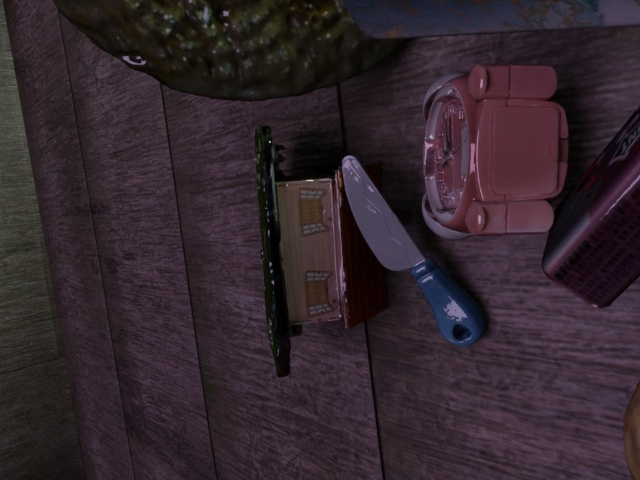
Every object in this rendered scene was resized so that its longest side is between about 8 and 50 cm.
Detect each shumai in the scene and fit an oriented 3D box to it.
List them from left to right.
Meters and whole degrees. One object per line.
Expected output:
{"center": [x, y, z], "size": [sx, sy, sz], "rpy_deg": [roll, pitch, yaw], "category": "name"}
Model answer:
{"center": [-0.087, -0.352, 0.630], "size": [0.323, 0.397, 0.324], "rpy_deg": [-110, 13, -47], "category": "shumai"}

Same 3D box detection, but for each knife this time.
{"center": [0.090, 0.015, 0.655], "size": [0.244, 0.032, 0.058], "rpy_deg": [51, 125, 2], "category": "knife"}

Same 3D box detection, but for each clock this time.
{"center": [0.151, -0.079, 0.557], "size": [0.162, 0.092, 0.166], "rpy_deg": [-154, 62, -78], "category": "clock"}

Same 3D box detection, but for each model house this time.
{"center": [0.000, -0.001, 0.769], "size": [0.207, 0.154, 0.294], "rpy_deg": [-128, 34, -78], "category": "model house"}

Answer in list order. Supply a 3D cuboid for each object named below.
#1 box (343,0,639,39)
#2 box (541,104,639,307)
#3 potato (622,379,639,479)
{"center": [0.115, -0.186, 0.358], "size": [0.285, 0.142, 0.044], "rpy_deg": [12, 66, 40], "category": "box"}
{"center": [0.252, -0.063, 0.429], "size": [0.069, 0.120, 0.224], "rpy_deg": [32, 127, 6], "category": "box"}
{"center": [0.308, 0.127, 0.403], "size": [0.235, 0.128, 0.161], "rpy_deg": [-47, 67, 40], "category": "potato"}
